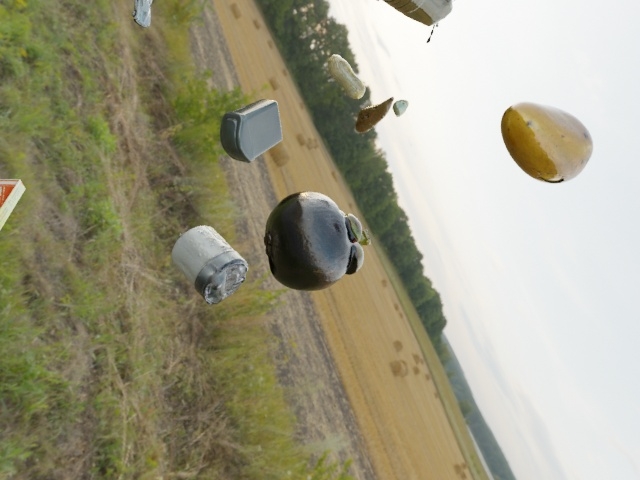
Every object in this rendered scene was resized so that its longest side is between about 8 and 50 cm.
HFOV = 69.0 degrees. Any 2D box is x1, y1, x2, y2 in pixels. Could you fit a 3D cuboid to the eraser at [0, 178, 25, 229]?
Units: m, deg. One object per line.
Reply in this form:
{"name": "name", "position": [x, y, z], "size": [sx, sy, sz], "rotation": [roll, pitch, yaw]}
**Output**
{"name": "eraser", "position": [-0.794, -0.058, 1.048], "size": [0.230, 0.157, 0.038], "rotation": [-96, -172, -46]}

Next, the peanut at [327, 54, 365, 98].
{"name": "peanut", "position": [0.106, -0.679, 1.938], "size": [0.207, 0.087, 0.087], "rotation": [49, 9, -8]}

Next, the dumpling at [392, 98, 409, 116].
{"name": "dumpling", "position": [0.281, -0.464, 1.620], "size": [0.043, 0.059, 0.077], "rotation": [-113, 179, -51]}

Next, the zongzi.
{"name": "zongzi", "position": [0.341, -1.086, 1.804], "size": [0.499, 0.218, 0.468], "rotation": [5, 71, -44]}

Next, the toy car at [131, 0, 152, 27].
{"name": "toy car", "position": [-0.412, -0.544, 1.081], "size": [0.041, 0.025, 0.093], "rotation": [8, 86, -63]}

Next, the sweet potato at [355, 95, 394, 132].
{"name": "sweet potato", "position": [0.152, -0.367, 1.372], "size": [0.068, 0.060, 0.205], "rotation": [42, -30, -16]}

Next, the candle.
{"name": "candle", "position": [-0.395, 0.050, 1.554], "size": [0.330, 0.187, 0.187], "rotation": [41, -4, 26]}

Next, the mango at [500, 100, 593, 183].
{"name": "mango", "position": [0.555, -0.243, 1.155], "size": [0.290, 0.160, 0.191], "rotation": [18, 61, -30]}

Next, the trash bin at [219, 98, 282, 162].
{"name": "trash bin", "position": [-0.242, -0.385, 1.637], "size": [0.236, 0.101, 0.177], "rotation": [-42, 137, -40]}

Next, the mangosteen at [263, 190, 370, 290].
{"name": "mangosteen", "position": [0.000, 0.000, 1.267], "size": [0.275, 0.302, 0.275], "rotation": [178, -90, -69]}
